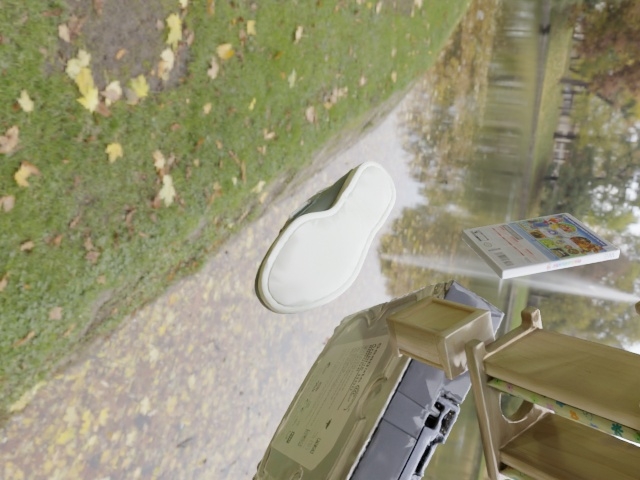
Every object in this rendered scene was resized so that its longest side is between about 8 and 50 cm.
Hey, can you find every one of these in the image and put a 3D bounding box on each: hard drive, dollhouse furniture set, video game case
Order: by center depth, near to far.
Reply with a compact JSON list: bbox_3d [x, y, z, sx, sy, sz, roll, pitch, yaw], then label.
[{"bbox_3d":[0.167,0.081,0.387,0.161,0.182,0.101,-22,107,-29],"label":"dollhouse furniture set"},{"bbox_3d":[0.213,0.003,0.615,0.087,0.122,0.011,-118,-158,-60],"label":"video game case"},{"bbox_3d":[0.032,0.173,0.632,0.237,0.064,0.339,-59,-174,-17],"label":"hard drive"}]

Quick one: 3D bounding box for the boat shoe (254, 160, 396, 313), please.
[{"bbox_3d":[0.000,0.000,0.882,0.116,0.099,0.319,53,47,-13],"label":"boat shoe"}]
